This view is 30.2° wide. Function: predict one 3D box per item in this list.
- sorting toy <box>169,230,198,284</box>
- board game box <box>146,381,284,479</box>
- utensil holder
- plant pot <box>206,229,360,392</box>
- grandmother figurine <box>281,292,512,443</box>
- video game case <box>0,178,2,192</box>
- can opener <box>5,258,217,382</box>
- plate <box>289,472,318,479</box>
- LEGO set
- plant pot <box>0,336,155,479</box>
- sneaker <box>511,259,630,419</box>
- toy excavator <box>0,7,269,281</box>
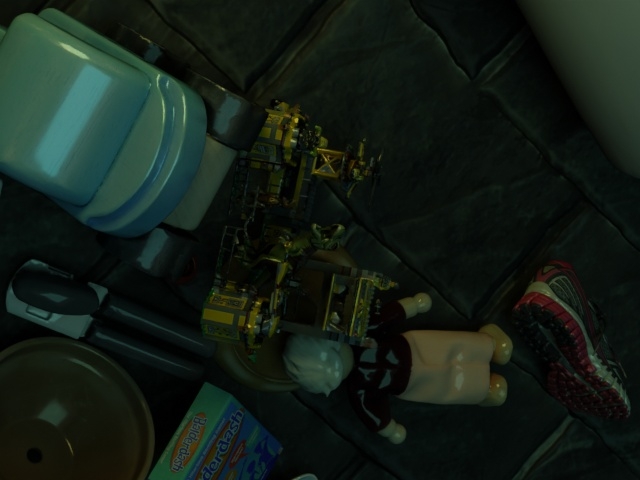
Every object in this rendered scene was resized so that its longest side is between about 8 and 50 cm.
[{"bbox_3d":[-0.196,0.010,1.508,0.061,0.042,0.102,-25,103,-30],"label":"sorting toy"},{"bbox_3d":[-0.135,0.295,1.536,0.160,0.047,0.210,-60,151,-16],"label":"board game box"},{"bbox_3d":[0.420,-0.313,1.500,0.328,0.327,0.385,-39,120,-7],"label":"utensil holder"},{"bbox_3d":[-0.040,0.102,1.602,0.236,0.032,0.236,-7,108,-20],"label":"plant pot"},{"bbox_3d":[0.102,0.174,1.628,0.342,0.104,0.207,9,79,-31],"label":"grandmother figurine"},{"bbox_3d":[-0.440,0.010,1.316,0.026,0.206,0.226,-1,110,-51],"label":"video game case"},{"bbox_3d":[-0.256,0.109,1.477,0.283,0.095,0.076,26,96,-24],"label":"can opener"},{"bbox_3d":[-0.100,0.489,1.695,0.277,0.045,0.278,-23,114,-13],"label":"plate"},{"bbox_3d":[0.000,0.000,1.430,0.192,0.255,0.331,10,80,14],"label":"LEGO set"},{"bbox_3d":[-0.332,0.246,1.456,0.237,0.237,0.110,18,140,-26],"label":"plant pot"},{"bbox_3d":[0.392,0.159,1.757,0.112,0.121,0.299,-57,131,-32],"label":"sneaker"},{"bbox_3d":[-0.341,-0.178,1.259,0.445,0.433,0.222,24,98,-55],"label":"toy excavator"}]
